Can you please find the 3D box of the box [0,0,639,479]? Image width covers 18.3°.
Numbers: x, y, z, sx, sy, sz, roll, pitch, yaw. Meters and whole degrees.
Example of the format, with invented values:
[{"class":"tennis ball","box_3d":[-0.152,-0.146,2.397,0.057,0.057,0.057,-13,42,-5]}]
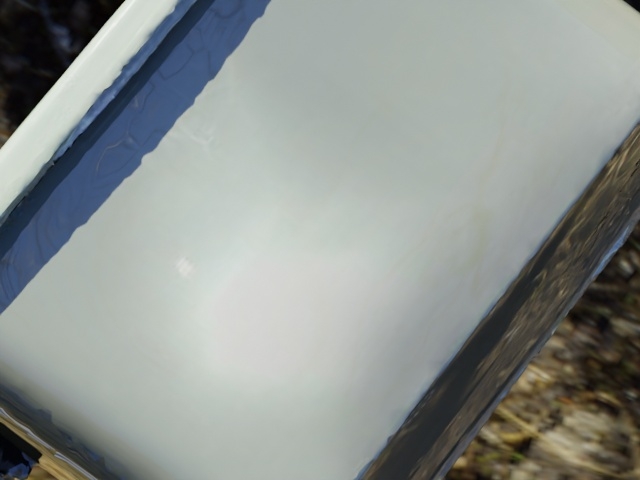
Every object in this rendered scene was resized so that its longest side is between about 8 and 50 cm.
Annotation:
[{"class":"box","box_3d":[0.000,0.000,0.597,0.135,0.163,0.243,35,78,15]}]
